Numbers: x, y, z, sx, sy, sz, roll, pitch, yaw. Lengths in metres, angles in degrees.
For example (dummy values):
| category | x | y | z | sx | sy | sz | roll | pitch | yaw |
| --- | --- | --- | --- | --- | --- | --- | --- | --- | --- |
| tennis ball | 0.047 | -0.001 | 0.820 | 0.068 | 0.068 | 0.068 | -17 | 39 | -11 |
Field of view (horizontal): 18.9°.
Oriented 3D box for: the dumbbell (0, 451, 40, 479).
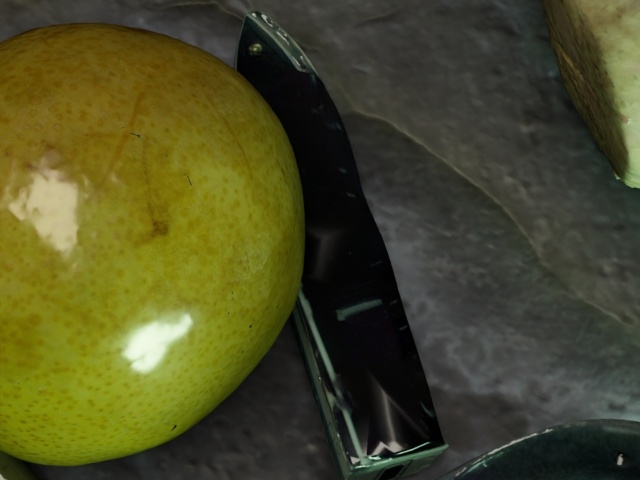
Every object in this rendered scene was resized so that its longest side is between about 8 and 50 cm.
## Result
| category | x | y | z | sx | sy | sz | roll | pitch | yaw |
| --- | --- | --- | --- | --- | --- | --- | --- | --- | --- |
| dumbbell | -0.142 | 0.131 | 0.940 | 0.118 | 0.052 | 0.046 | 47 | 107 | 12 |

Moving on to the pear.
| category | x | y | z | sx | sy | sz | roll | pitch | yaw |
| --- | --- | --- | --- | --- | --- | --- | --- | --- | --- |
| pear | -0.111 | 0.002 | 0.888 | 0.209 | 0.209 | 0.208 | 0 | 75 | 1 |

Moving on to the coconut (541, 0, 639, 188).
| category | x | y | z | sx | sy | sz | roll | pitch | yaw |
| --- | --- | --- | --- | --- | --- | --- | --- | --- | --- |
| coconut | 0.218 | -0.138 | 0.928 | 0.237 | 0.197 | 0.236 | -2 | 73 | 6 |

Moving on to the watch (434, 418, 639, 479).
| category | x | y | z | sx | sy | sz | roll | pitch | yaw |
| --- | --- | --- | --- | --- | --- | --- | --- | --- | --- |
| watch | 0.110 | 0.177 | 0.869 | 0.193 | 0.068 | 0.206 | -13 | 43 | 19 |

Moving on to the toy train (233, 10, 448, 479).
| category | x | y | z | sx | sy | sz | roll | pitch | yaw |
| --- | --- | --- | --- | --- | --- | --- | --- | --- | --- |
| toy train | 0.000 | 0.000 | 0.975 | 0.055 | 0.048 | 0.251 | -12 | 70 | -12 |
